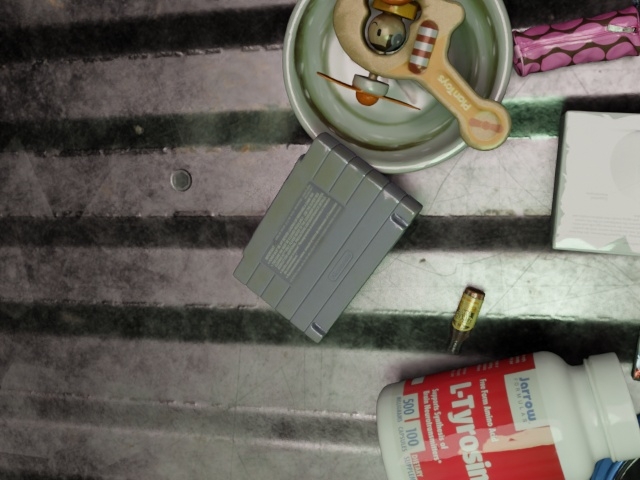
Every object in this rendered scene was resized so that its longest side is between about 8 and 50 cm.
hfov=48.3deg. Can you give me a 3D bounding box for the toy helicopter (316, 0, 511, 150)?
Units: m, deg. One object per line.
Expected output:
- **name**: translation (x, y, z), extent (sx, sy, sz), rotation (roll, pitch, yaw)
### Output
- **toy helicopter**: translation (0.157, -0.272, 1.149), extent (0.235, 0.140, 0.355), rotation (-44, 87, 17)

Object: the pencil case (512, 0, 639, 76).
- **pencil case**: translation (0.423, -0.331, 1.190), extent (0.210, 0.098, 0.095), rotation (-10, 108, 18)

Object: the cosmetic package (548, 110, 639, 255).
- **cosmetic package**: translation (0.504, -0.092, 1.177), extent (0.224, 0.138, 0.224), rotation (6, 97, 14)

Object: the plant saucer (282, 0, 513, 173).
- **plant saucer**: translation (0.135, -0.320, 1.268), extent (0.401, 0.100, 0.400), rotation (2, 98, 15)

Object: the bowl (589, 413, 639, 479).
- **bowl**: translation (0.672, 0.475, 1.233), extent (0.392, 0.077, 0.390), rotation (2, 97, 15)

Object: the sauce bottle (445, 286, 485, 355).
- **sauce bottle**: translation (0.266, 0.150, 1.320), extent (0.042, 0.042, 0.128), rotation (19, 100, 12)

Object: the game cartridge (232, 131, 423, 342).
- **game cartridge**: translation (0.000, 0.000, 1.319), extent (0.230, 0.068, 0.355), rotation (41, 122, 9)

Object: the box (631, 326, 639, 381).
- **box**: translation (0.620, 0.208, 1.239), extent (0.137, 0.027, 0.093), rotation (9, 97, 14)

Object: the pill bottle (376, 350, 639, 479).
- **pill bottle**: translation (0.320, 0.321, 1.229), extent (0.408, 0.229, 0.228), rotation (-16, 92, 16)
